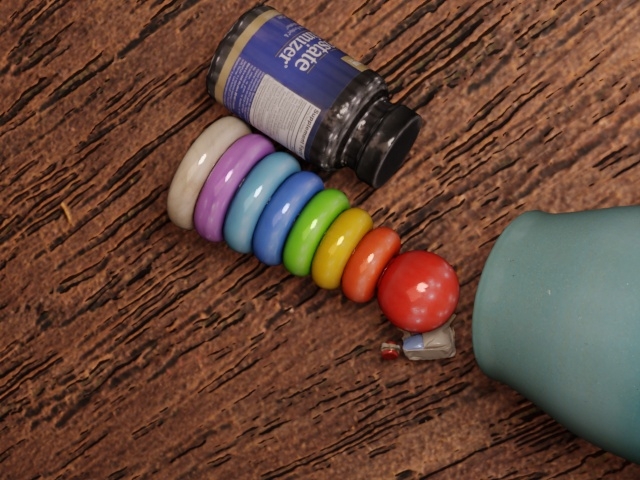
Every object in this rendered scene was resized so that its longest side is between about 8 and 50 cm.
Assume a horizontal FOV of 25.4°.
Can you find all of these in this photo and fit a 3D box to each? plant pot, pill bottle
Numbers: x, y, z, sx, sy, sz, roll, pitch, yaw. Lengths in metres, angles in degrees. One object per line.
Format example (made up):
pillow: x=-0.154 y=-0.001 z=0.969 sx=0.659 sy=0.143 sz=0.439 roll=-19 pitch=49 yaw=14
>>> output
plant pot: x=0.300 y=0.084 z=1.399 sx=0.255 sy=0.271 sz=0.272 roll=15 pitch=101 yaw=33
pill bottle: x=-0.005 y=-0.152 z=1.541 sx=0.219 sy=0.123 sz=0.123 roll=33 pitch=106 yaw=13

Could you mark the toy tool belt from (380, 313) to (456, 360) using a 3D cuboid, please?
toy tool belt: x=0.109 y=0.105 z=1.574 sx=0.083 sy=0.052 sz=0.051 roll=-6 pitch=56 yaw=17

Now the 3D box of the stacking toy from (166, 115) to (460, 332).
stacking toy: x=0.000 y=0.000 z=1.548 sx=0.330 sy=0.141 sz=0.141 roll=31 pitch=106 yaw=13
